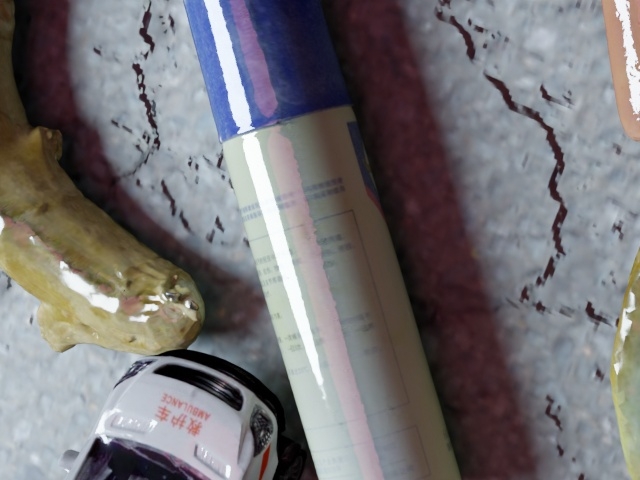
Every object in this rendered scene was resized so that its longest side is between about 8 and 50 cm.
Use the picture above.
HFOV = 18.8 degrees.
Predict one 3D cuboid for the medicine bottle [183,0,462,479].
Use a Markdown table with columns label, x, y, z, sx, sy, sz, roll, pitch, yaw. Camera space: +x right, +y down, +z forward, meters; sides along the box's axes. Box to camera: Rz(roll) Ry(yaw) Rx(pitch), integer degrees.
| label | x | y | z | sx | sy | sz | roll | pitch | yaw |
| --- | --- | --- | --- | --- | --- | --- | --- | --- | --- |
| medicine bottle | 0.000 | 0.000 | 0.808 | 0.059 | 0.059 | 0.230 | -16 | 90 | 25 |

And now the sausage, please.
| label | x | y | z | sx | sy | sz | roll | pitch | yaw |
| --- | --- | --- | --- | --- | --- | --- | --- | --- | --- |
| sausage | 0.128 | -0.081 | 0.753 | 0.034 | 0.034 | 0.083 | -9 | 92 | 25 |

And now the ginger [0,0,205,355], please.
| label | x | y | z | sx | sy | sz | roll | pitch | yaw |
| --- | --- | --- | --- | --- | --- | --- | --- | --- | --- |
| ginger | -0.180 | -0.067 | 0.871 | 0.148 | 0.081 | 0.333 | -44 | 89 | 7 |

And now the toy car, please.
| label | x | y | z | sx | sy | sz | roll | pitch | yaw |
| --- | --- | --- | --- | --- | --- | --- | --- | --- | --- |
| toy car | -0.082 | 0.152 | 0.830 | 0.089 | 0.108 | 0.209 | 24 | 111 | 20 |

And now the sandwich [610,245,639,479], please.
| label | x | y | z | sx | sy | sz | roll | pitch | yaw |
| --- | --- | --- | --- | --- | --- | --- | --- | --- | --- |
| sandwich | 0.245 | 0.025 | 0.672 | 0.273 | 0.095 | 0.249 | 19 | 112 | 22 |
